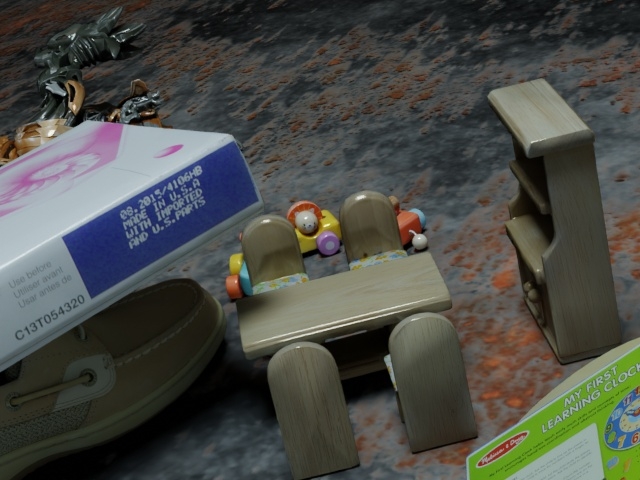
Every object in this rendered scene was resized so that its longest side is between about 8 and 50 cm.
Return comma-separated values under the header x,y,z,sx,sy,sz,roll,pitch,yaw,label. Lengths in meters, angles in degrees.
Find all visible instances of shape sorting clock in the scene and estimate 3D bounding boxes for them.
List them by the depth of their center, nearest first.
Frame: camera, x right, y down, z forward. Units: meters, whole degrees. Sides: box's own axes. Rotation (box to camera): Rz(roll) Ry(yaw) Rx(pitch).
x,y,z,sx,sy,sz,roll,pitch,yaw,label
0.139,0.125,0.679,0.206,0.040,0.206,-41,21,20,shape sorting clock

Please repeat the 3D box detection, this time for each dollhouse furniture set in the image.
x,y,z,sx,sy,sz,roll,pitch,yaw,label
0.059,0.010,0.905,0.242,0.161,0.212,-14,24,-1,dollhouse furniture set

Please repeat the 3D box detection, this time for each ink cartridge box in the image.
x,y,z,sx,sy,sz,roll,pitch,yaw,label
-0.253,0.016,0.938,0.324,0.071,0.330,-33,23,-26,ink cartridge box

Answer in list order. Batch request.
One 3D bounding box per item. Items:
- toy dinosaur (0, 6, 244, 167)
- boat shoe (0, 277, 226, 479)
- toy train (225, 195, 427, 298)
x,y,z,sx,sy,sz,roll,pitch,yaw,label
-0.233,-0.099,1.309,0.322,0.164,0.218,17,44,-4,toy dinosaur
-0.195,0.090,0.940,0.302,0.098,0.109,-28,28,-30,boat shoe
0.000,0.000,1.099,0.166,0.046,0.125,-31,29,-34,toy train
